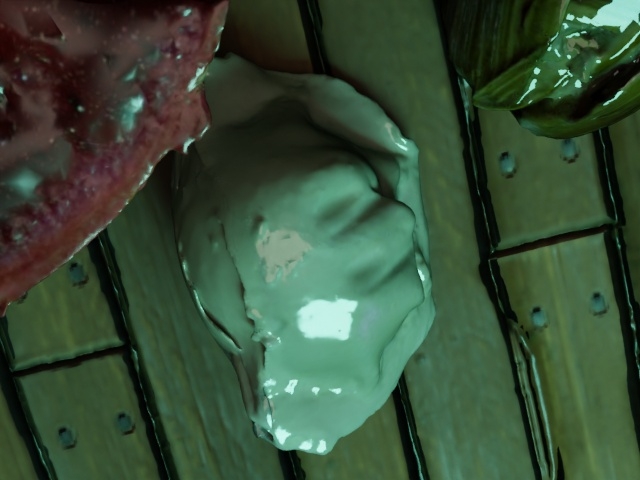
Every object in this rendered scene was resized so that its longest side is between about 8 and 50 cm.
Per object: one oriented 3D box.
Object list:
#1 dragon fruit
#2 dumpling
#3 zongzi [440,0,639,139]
[{"bbox_3d":[-0.177,-0.045,0.518,0.262,0.134,0.211,14,102,-2],"label":"dragon fruit"},{"bbox_3d":[0.000,0.000,0.564,0.127,0.108,0.188,-18,90,-22],"label":"dumpling"},{"bbox_3d":[0.216,-0.156,0.517,0.288,0.134,0.285,14,112,-15],"label":"zongzi"}]
